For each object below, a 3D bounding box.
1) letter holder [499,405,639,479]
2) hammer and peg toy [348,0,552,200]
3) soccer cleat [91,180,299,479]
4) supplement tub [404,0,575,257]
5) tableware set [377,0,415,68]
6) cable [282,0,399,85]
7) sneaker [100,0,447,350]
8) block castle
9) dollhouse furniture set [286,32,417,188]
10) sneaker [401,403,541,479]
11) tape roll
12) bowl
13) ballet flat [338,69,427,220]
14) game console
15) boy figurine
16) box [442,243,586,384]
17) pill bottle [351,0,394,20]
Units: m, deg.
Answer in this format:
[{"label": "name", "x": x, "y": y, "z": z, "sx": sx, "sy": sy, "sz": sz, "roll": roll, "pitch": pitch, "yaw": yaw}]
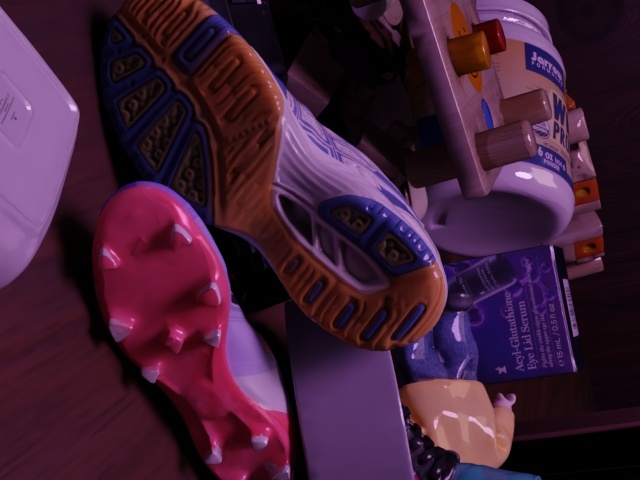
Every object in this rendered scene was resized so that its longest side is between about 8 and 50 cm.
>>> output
[{"label": "letter holder", "x": 0.287, "y": 0.298, "z": 1.107, "sx": 0.214, "sy": 0.302, "sz": 0.152, "roll": 7, "pitch": 72, "yaw": -68}, {"label": "hammer and peg toy", "x": 0.158, "y": -0.201, "z": 0.982, "sx": 0.266, "sy": 0.127, "sz": 0.361, "roll": 70, "pitch": 23, "yaw": -11}, {"label": "soccer cleat", "x": -0.078, "y": 0.061, "z": 0.607, "sx": 0.095, "sy": 0.083, "sz": 0.248, "roll": -98, "pitch": 167, "yaw": -60}, {"label": "supplement tub", "x": 0.229, "y": -0.159, "z": 1.289, "sx": 0.228, "sy": 0.228, "sz": 0.316, "roll": 48, "pitch": 40, "yaw": -54}, {"label": "tableware set", "x": 0.115, "y": -0.334, "z": 1.383, "sx": 0.194, "sy": 0.039, "sz": 0.128, "roll": 37, "pitch": 57, "yaw": -53}, {"label": "cable", "x": 0.008, "y": -0.241, "z": 0.955, "sx": 0.184, "sy": 0.047, "sz": 0.150, "roll": 34, "pitch": 25, "yaw": -33}, {"label": "sneaker", "x": -0.031, "y": -0.047, "z": 0.646, "sx": 0.296, "sy": 0.112, "sz": 0.131, "roll": 49, "pitch": 14, "yaw": 2}, {"label": "block castle", "x": 0.356, "y": -0.121, "z": 1.675, "sx": 0.453, "sy": 0.213, "sz": 0.303, "roll": 64, "pitch": 12, "yaw": -49}, {"label": "dollhouse furniture set", "x": 0.003, "y": -0.102, "z": 0.968, "sx": 0.151, "sy": 0.123, "sz": 0.144, "roll": 35, "pitch": 33, "yaw": -10}, {"label": "sneaker", "x": 0.110, "y": 0.212, "z": 0.859, "sx": 0.124, "sy": 0.178, "sz": 0.295, "roll": -5, "pitch": 83, "yaw": -70}, {"label": "tape roll", "x": 0.024, "y": 0.149, "z": 0.720, "sx": 0.219, "sy": 0.072, "sz": 0.219, "roll": 171, "pitch": -90, "yaw": -89}, {"label": "bowl", "x": -0.171, "y": -0.058, "z": 0.447, "sx": 0.142, "sy": 0.053, "sz": 0.142, "roll": 59, "pitch": 27, "yaw": -44}, {"label": "ballet flat", "x": 0.069, "y": -0.113, "z": 1.090, "sx": 0.086, "sy": 0.086, "sz": 0.248, "roll": -71, "pitch": 144, "yaw": -55}, {"label": "game console", "x": -0.055, "y": -0.131, "z": 0.773, "sx": 0.213, "sy": 0.044, "sz": 0.361, "roll": -24, "pitch": 101, "yaw": -59}, {"label": "boy figurine", "x": 0.140, "y": 0.200, "z": 1.012, "sx": 0.177, "sy": 0.092, "sz": 0.285, "roll": -1, "pitch": 76, "yaw": -25}, {"label": "box", "x": 0.201, "y": 0.097, "z": 1.127, "sx": 0.108, "sy": 0.207, "sz": 0.153, "roll": 7, "pitch": 71, "yaw": -69}, {"label": "pill bottle", "x": 0.070, "y": -0.339, "z": 1.225, "sx": 0.116, "sy": 0.065, "sz": 0.065, "roll": -76, "pitch": 148, "yaw": -49}]
